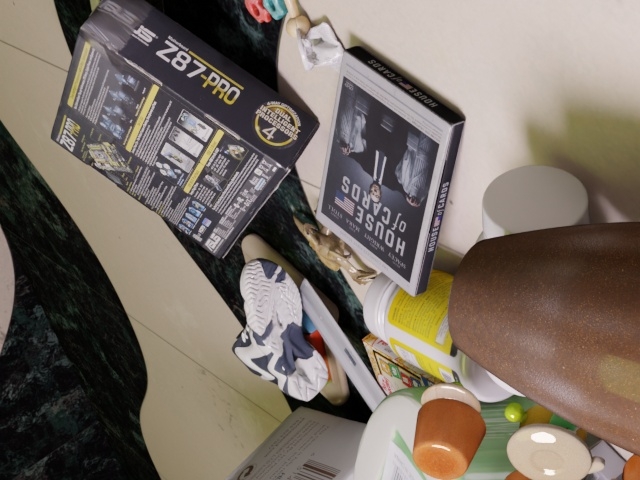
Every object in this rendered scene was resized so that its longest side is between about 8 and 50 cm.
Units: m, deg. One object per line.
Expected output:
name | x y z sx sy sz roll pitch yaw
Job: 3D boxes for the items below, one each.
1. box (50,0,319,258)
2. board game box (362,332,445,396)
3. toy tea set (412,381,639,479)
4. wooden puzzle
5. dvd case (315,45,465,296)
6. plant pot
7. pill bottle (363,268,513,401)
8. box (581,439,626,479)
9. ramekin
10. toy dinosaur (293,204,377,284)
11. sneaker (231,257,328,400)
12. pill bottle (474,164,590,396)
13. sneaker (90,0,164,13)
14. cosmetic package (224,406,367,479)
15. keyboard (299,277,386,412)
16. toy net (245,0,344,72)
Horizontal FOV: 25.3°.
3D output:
box | -0.200 -0.147 1.949 0.318 0.097 0.395 33 157 -4
board game box | 0.148 0.211 1.936 0.193 0.045 0.146 28 145 49
toy tea set | 0.261 0.237 1.513 0.336 0.124 0.200 37 133 -11
wooden puzzle | -0.044 0.128 2.213 0.221 0.044 0.238 42 154 32
dvd case | 0.075 -0.077 1.627 0.179 0.029 0.238 39 135 34
plant pot | 0.236 0.071 1.256 0.230 0.215 0.215 12 135 32
pill bottle | 0.150 0.102 1.687 0.208 0.119 0.119 25 143 51
box | 0.369 0.337 1.672 0.186 0.038 0.145 47 157 23
ramekin | 0.156 0.311 1.696 0.303 0.148 0.303 -176 90 -66
toy dinosaur | 0.000 0.000 1.937 0.183 0.053 0.092 40 155 33
sneaker | -0.090 0.124 2.115 0.153 0.094 0.235 8 136 49
pill bottle | 0.220 0.041 1.444 0.131 0.131 0.229 37 151 38
sneaker | -0.281 -0.296 2.028 0.123 0.106 0.290 32 149 40
cosmetic package | 0.036 0.514 2.144 0.393 0.329 0.327 53 159 -16
keyboard | 0.043 0.168 2.040 0.256 0.014 0.072 56 157 11
toy net | -0.056 -0.265 1.696 0.232 0.045 0.122 49 157 15
